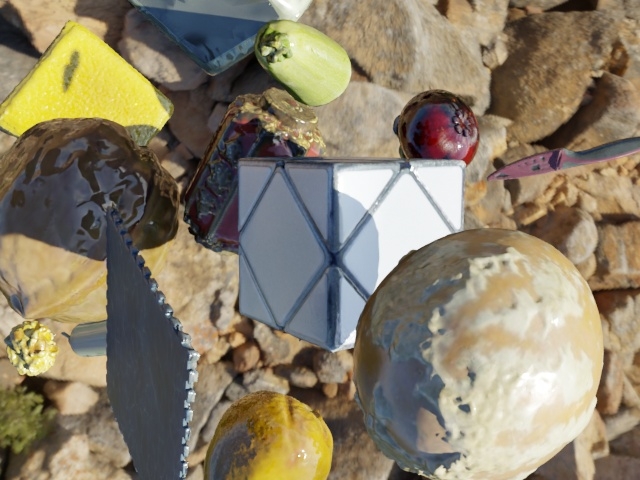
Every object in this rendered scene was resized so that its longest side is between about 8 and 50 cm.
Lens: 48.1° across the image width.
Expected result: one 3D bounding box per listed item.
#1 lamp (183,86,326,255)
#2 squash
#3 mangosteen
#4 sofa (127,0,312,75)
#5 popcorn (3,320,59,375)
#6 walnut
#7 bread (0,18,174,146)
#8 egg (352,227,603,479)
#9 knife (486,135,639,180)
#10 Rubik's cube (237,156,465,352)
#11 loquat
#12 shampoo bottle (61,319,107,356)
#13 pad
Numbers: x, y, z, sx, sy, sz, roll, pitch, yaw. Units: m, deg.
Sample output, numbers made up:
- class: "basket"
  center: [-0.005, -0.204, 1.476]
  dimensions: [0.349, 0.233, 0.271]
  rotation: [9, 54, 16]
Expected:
- class: "lamp"
  center: [-0.109, -0.103, 1.132]
  dimensions: [0.177, 0.177, 0.274]
  rotation: [32, 115, -6]
- class: "squash"
  center: [-0.029, -0.213, 0.840]
  dimensions: [0.094, 0.224, 0.094]
  rotation: [1, 95, 13]
- class: "mangosteen"
  center: [0.230, -0.212, 1.475]
  dimensions: [0.199, 0.200, 0.200]
  rotation: [2, 110, 5]
- class: "sofa"
  center: [-0.132, -0.366, 0.959]
  dimensions: [0.210, 0.176, 0.225]
  rotation: [38, 143, -29]
- class: "popcorn"
  center: [-0.435, 0.163, 1.087]
  dimensions: [0.083, 0.057, 0.082]
  rotation: [7, 98, 16]
- class: "walnut"
  center: [-0.395, -0.024, 1.166]
  dimensions: [0.305, 0.344, 0.306]
  rotation: [15, 147, 10]
- class: "bread"
  center: [-0.571, -0.313, 1.746]
  dimensions: [0.333, 0.143, 0.324]
  rotation: [42, 75, -22]
- class: "egg"
  center: [0.133, 0.089, 0.599]
  dimensions: [0.203, 0.245, 0.203]
  rotation: [23, 135, 25]
- class: "knife"
  center: [0.371, -0.124, 1.081]
  dimensions: [0.247, 0.018, 0.035]
  rotation: [-11, 116, 24]
- class: "Rubik's cube"
  center: [0.033, 0.001, 0.873]
  dimensions: [0.204, 0.205, 0.208]
  rotation: [-4, 101, -36]
- class: "loquat"
  center: [-0.108, 0.468, 1.532]
  dimensions: [0.276, 0.276, 0.284]
  rotation: [34, 75, -7]
- class: "shampoo bottle"
  center: [-0.489, 0.218, 1.615]
  dimensions: [0.262, 0.085, 0.085]
  rotation: [-13, 111, 41]
- class: "pad"
  center: [-0.178, 0.137, 0.716]
  dimensions: [0.012, 0.269, 0.270]
  rotation: [-7, 122, -29]
